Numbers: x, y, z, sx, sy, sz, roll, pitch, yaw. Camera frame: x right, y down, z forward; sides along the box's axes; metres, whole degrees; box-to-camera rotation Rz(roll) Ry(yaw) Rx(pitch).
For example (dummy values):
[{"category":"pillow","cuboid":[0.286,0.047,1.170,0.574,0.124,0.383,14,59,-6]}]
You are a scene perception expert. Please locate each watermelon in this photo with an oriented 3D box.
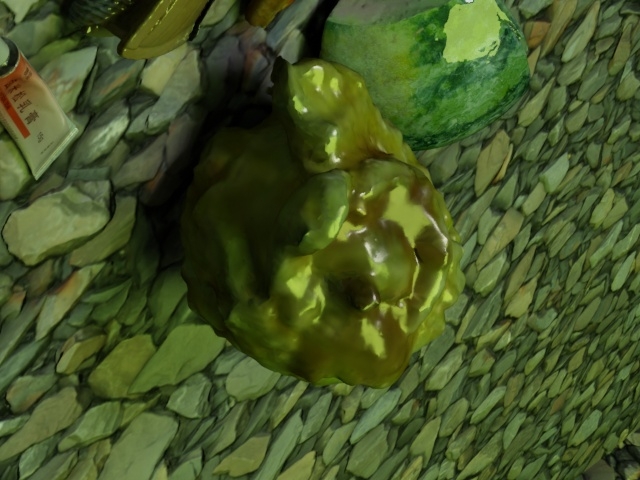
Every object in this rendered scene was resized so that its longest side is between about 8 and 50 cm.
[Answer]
[{"category":"watermelon","cuboid":[0.110,-0.186,1.954,0.224,0.180,0.305,-9,156,6]}]

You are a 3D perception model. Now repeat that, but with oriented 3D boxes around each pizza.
[{"category":"pizza","cuboid":[0.003,-0.275,1.732,0.184,0.036,0.176,-46,177,23]}]

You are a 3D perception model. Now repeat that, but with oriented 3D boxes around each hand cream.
[{"category":"hand cream","cuboid":[-0.251,-0.116,1.528,0.052,0.038,0.216,-24,155,-1]}]

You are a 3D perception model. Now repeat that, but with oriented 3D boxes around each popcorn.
[{"category":"popcorn","cuboid":[-0.006,-0.005,1.823,0.279,0.274,0.335,-33,123,29]}]

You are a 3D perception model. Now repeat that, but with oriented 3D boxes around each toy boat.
[{"category":"toy boat","cuboid":[-0.112,-0.299,1.477,0.121,0.089,0.321,7,116,-49]}]
